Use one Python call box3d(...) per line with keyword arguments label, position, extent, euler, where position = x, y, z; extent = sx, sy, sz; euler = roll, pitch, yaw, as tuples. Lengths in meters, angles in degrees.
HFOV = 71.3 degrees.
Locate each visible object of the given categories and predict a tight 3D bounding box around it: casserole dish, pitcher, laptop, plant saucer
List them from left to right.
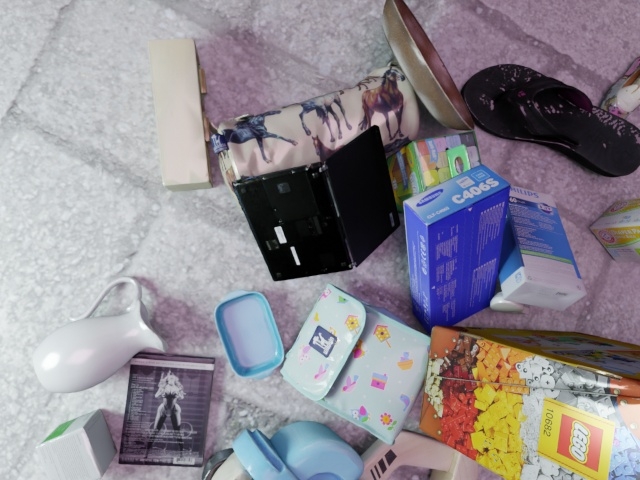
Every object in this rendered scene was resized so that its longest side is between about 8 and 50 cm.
box3d(label="pitcher", position=(-0.420, 0.175, 0.843), extent=(0.207, 0.125, 0.178), euler=(-24, 69, -16))
box3d(label="casserole dish", position=(-0.146, 0.191, 0.919), extent=(0.114, 0.037, 0.188), euler=(-19, 93, -9))
box3d(label="laptop", position=(0.005, -0.066, 0.859), extent=(0.264, 0.136, 0.234), euler=(-10, 122, 14))
box3d(label="plant saucer", position=(0.208, -0.343, 0.883), extent=(0.050, 0.310, 0.310), euler=(-29, 95, 29))

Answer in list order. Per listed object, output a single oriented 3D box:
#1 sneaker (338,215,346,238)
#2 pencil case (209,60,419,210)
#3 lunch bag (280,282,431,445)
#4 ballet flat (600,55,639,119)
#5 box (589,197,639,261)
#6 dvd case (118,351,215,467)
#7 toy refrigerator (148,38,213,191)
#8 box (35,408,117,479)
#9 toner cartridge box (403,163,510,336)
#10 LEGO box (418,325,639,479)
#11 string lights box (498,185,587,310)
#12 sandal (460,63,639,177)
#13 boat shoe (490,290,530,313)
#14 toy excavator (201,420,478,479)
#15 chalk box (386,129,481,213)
box3d(label="sneaker", position=(-0.001, 0.000, 0.937), extent=(0.089, 0.051, 0.170), euler=(23, 89, -13))
box3d(label="pencil case", position=(-0.006, -0.214, 0.884), extent=(0.410, 0.160, 0.183), euler=(-22, 99, -9))
box3d(label="lunch bag", position=(0.075, 0.234, 0.897), extent=(0.262, 0.160, 0.223), euler=(27, 89, 10))
box3d(label="ballet flat", position=(0.742, -0.361, 1.048), extent=(0.077, 0.079, 0.221), euler=(40, 84, -10))
box3d(label="box", position=(0.728, -0.026, 0.980), extent=(0.103, 0.203, 0.114), euler=(-41, 94, -8))
box3d(label="dvd case", position=(-0.308, 0.341, 0.900), extent=(0.164, 0.018, 0.221), euler=(7, 89, -8))
box3d(label="toy refrigerator", position=(-0.266, -0.238, 0.871), extent=(0.094, 0.102, 0.269), euler=(-7, 90, -9))
box3d(label="box", position=(-0.451, 0.392, 0.834), extent=(0.087, 0.101, 0.102), euler=(-20, 93, -9))
box3d(label="toner cartridge box", position=(0.258, 0.036, 0.860), extent=(0.165, 0.075, 0.348), euler=(-26, 137, -10))
box3d(label="LEGO box", position=(0.488, 0.286, 0.773), extent=(0.500, 0.372, 0.193), euler=(9, 89, -31))
box3d(label="string lights box", position=(0.436, 0.006, 0.928), extent=(0.133, 0.077, 0.260), euler=(12, 51, -9))
box3d(label="sandal", position=(0.536, -0.282, 0.992), extent=(0.445, 0.107, 0.167), euler=(20, 87, -3))
box3d(label="boat shoe", position=(0.413, 0.122, 0.958), extent=(0.184, 0.066, 0.063), euler=(18, 71, -47))
box3d(label="toy excavator", position=(0.055, 0.470, 0.877), extent=(0.445, 0.222, 0.433), euler=(-43, 97, -16))
box3d(label="chalk box", position=(0.235, -0.134, 0.895), extent=(0.132, 0.213, 0.132), euler=(-11, 90, -8))
